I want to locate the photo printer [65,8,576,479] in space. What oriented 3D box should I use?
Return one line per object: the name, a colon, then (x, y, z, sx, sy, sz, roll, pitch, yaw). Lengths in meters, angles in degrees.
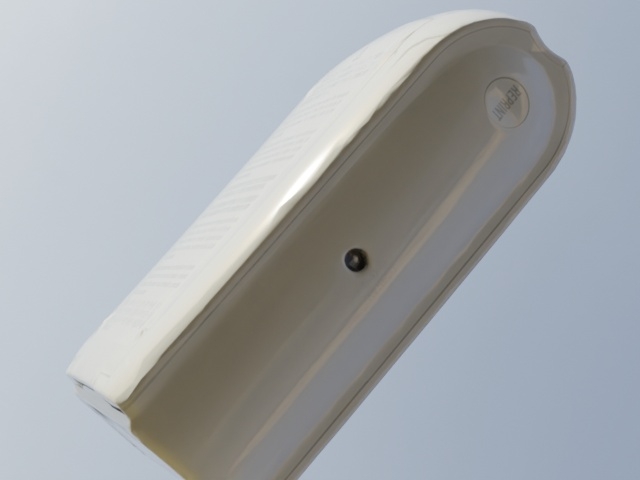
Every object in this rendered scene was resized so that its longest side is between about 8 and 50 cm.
photo printer: (0.000, 0.000, 0.784, 0.107, 0.307, 0.256, 43, -13, -11)
